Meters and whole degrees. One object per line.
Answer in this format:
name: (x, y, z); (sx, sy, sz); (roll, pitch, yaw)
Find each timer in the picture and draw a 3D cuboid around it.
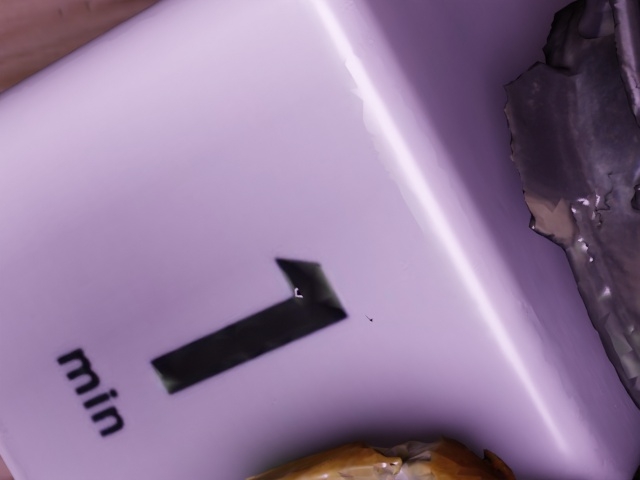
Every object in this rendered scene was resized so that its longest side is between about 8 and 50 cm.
timer: (0.000, 0.000, 0.597); (0.195, 0.192, 0.194); (-26, 98, 29)

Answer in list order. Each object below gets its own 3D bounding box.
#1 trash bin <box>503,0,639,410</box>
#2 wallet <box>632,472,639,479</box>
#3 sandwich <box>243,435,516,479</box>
trash bin: (0.238, -0.046, 0.477); (0.302, 0.203, 0.252); (-27, 140, 30)
wallet: (0.155, 0.251, 0.696); (0.223, 0.077, 0.309); (18, 113, 14)
sandwich: (0.120, 0.128, 0.467); (0.273, 0.095, 0.249); (-15, 135, 26)
